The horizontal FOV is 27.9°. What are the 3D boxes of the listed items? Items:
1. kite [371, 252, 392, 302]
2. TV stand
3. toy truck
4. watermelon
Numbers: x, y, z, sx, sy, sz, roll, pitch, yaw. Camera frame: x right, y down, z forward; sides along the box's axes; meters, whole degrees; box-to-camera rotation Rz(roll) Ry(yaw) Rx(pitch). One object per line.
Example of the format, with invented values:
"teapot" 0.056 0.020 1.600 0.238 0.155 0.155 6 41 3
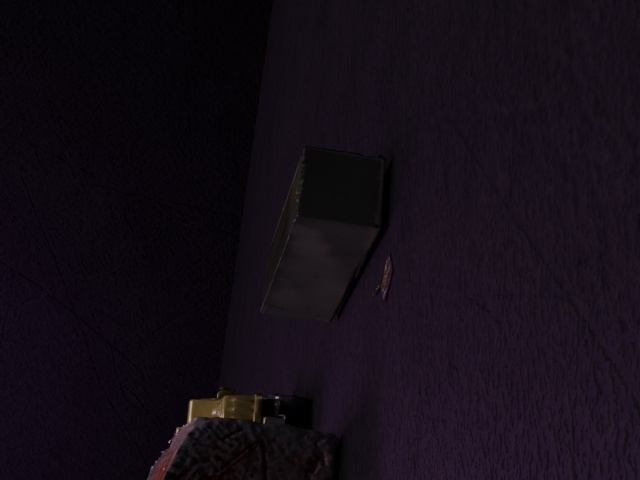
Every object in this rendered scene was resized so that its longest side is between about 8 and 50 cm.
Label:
"kite" 0.057 0.044 1.185 0.078 0.002 0.044 108 168 -48
"TV stand" 0.000 0.000 1.342 0.269 0.088 0.082 115 164 -66
"toy truck" -0.109 0.251 1.654 0.272 0.157 0.124 141 136 -79
"watermelon" -0.101 0.263 1.346 0.261 0.213 0.201 -108 27 -74
